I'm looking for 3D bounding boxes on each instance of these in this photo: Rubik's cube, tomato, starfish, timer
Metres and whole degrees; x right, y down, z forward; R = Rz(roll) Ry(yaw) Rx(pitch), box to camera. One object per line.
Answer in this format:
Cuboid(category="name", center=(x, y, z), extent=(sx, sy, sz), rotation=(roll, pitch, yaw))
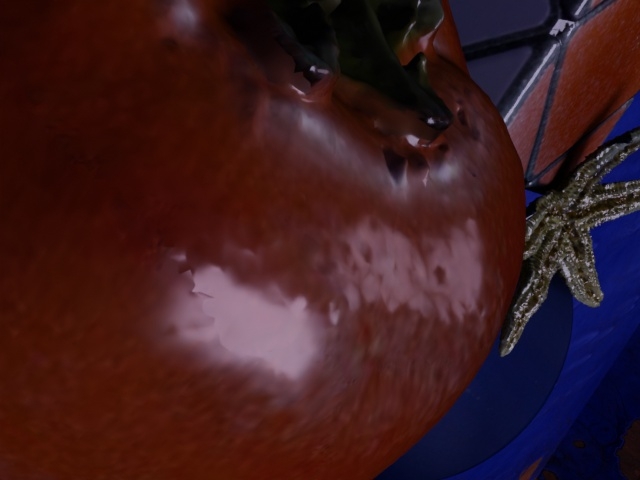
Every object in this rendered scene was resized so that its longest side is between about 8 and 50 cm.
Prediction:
Cuboid(category="Rubik's cube", center=(0.117, -0.172, 0.758), extent=(0.207, 0.205, 0.205), rotation=(-57, 154, 15))
Cuboid(category="tomato", center=(-0.085, -0.040, 0.464), extent=(0.273, 0.341, 0.341), rotation=(-34, 166, 30))
Cuboid(category="starfish", center=(0.187, 0.001, 0.795), extent=(0.208, 0.053, 0.176), rotation=(-37, 137, -16))
Cuboid(category="timer", center=(0.000, 0.000, 0.787), extent=(0.270, 0.270, 0.383), rotation=(-51, 142, -2))
